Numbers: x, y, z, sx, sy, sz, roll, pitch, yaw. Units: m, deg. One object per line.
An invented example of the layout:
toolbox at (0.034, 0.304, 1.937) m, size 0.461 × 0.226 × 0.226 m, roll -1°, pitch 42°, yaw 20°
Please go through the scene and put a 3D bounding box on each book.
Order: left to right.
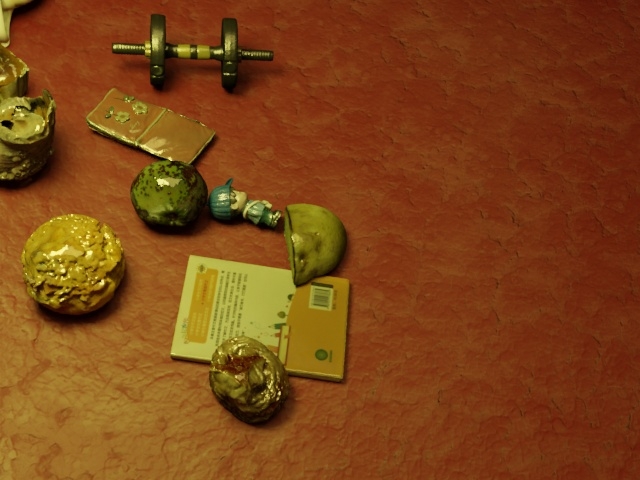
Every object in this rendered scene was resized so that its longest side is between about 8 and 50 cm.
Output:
book at (-0.100, 0.134, 1.625) m, size 0.296 × 0.020 × 0.207 m, roll 9°, pitch 54°, yaw -4°

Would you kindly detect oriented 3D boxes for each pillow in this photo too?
pillow at (-0.332, -0.220, 1.815) m, size 0.233 × 0.043 × 0.126 m, roll 22°, pitch 51°, yaw 5°

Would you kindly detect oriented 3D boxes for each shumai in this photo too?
shumai at (-0.114, 0.226, 1.508) m, size 0.123 × 0.105 × 0.139 m, roll -31°, pitch 96°, yaw -14°

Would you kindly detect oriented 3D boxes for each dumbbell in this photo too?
dumbbell at (-0.257, -0.382, 1.881) m, size 0.326 × 0.143 × 0.143 m, roll 1°, pitch 55°, yaw -10°

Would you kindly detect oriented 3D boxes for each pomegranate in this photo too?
pomegranate at (-0.275, -0.086, 1.702) m, size 0.138 × 0.163 × 0.125 m, roll -12°, pitch 97°, yaw -1°

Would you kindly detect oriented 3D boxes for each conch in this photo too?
conch at (-0.552, -0.197, 1.676) m, size 0.163 × 0.245 × 0.178 m, roll 27°, pitch 64°, yaw -40°

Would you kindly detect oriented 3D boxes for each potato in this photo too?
potato at (0.000, 0.000, 1.688) m, size 0.120 × 0.081 × 0.149 m, roll -2°, pitch 46°, yaw -10°

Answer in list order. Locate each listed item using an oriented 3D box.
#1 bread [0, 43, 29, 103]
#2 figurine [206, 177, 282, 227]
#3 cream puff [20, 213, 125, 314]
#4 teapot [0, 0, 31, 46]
bread at (-0.688, -0.314, 1.773) m, size 0.210 × 0.109 × 0.192 m, roll 36°, pitch 57°, yaw 15°
figurine at (-0.144, -0.056, 1.730) m, size 0.136 × 0.077 × 0.079 m, roll 33°, pitch 90°, yaw -5°
cream puff at (-0.422, 0.035, 1.569) m, size 0.189 × 0.129 × 0.189 m, roll 4°, pitch 52°, yaw -6°
teapot at (-0.672, -0.545, 1.924) m, size 0.204 × 0.139 × 0.298 m, roll 1°, pitch 53°, yaw -12°
